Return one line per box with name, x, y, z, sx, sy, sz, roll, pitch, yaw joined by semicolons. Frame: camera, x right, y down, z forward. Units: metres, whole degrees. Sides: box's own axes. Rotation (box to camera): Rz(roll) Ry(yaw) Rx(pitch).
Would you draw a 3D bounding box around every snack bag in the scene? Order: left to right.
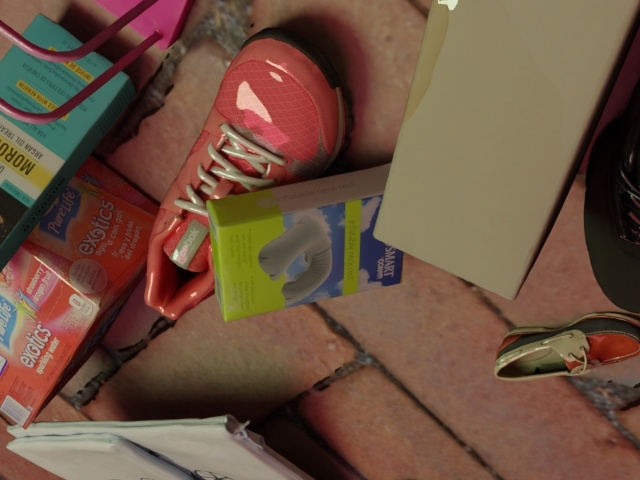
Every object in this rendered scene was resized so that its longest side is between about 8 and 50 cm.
snack bag;-0.145;0.287;1.155;0.342;0.037;0.323;-8;142;32

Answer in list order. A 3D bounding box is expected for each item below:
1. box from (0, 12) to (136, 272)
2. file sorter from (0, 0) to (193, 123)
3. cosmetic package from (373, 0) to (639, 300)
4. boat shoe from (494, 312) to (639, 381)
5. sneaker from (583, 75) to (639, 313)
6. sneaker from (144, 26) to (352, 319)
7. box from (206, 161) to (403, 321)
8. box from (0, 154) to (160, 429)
box;-0.275;-0.069;0.863;0.100;0.244;0.060;35;173;0
file sorter;-0.184;-0.255;0.681;0.202;0.182;0.291;36;137;0
cosmetic package;0.136;-0.132;0.609;0.113;0.160;0.309;25;135;12
boat shoe;0.212;0.095;0.843;0.137;0.043;0.049;-11;118;36
sneaker;0.227;-0.047;0.648;0.109;0.130;0.286;15;134;17
sneaker;-0.071;-0.035;0.836;0.116;0.136;0.314;32;137;2
box;0.000;0.000;0.813;0.178;0.042;0.109;-12;133;-13
box;-0.293;0.052;1.043;0.154;0.142;0.300;38;137;-2
